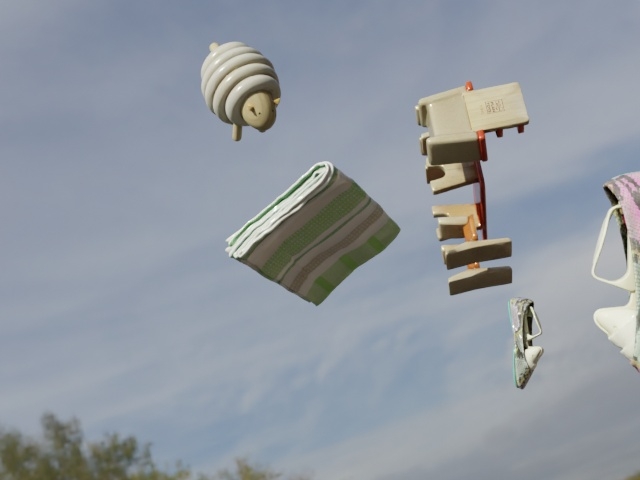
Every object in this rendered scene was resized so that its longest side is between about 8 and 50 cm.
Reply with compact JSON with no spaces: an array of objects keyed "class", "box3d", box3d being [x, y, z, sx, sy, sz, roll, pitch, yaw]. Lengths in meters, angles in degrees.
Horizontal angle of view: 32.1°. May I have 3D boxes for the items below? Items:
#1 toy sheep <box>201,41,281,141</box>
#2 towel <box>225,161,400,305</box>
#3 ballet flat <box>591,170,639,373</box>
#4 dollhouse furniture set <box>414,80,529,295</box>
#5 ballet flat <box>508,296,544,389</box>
[{"class":"toy sheep","box3d":[-0.087,-0.165,1.181,0.091,0.132,0.091,-28,-31,-19]},{"class":"towel","box3d":[0.000,0.000,0.943,0.113,0.023,0.152,-40,-33,9]},{"class":"ballet flat","box3d":[0.302,0.044,1.072,0.079,0.221,0.077,-3,-3,5]},{"class":"dollhouse furniture set","box3d":[0.218,-0.098,1.551,0.135,0.262,0.259,-10,-34,4]},{"class":"ballet flat","box3d":[0.255,0.125,1.369,0.041,0.114,0.041,-2,-12,0]}]
